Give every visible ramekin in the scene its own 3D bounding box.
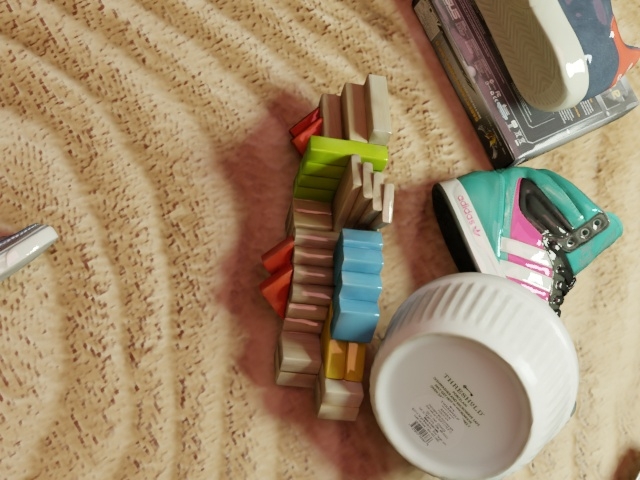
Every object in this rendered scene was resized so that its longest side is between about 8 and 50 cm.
[{"bbox_3d":[0.148,0.146,1.154,0.207,0.207,0.109,49,30,0],"label":"ramekin"}]

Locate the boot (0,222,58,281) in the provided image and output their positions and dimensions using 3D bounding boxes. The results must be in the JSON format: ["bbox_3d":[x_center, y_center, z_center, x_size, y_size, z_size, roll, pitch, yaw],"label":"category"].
[{"bbox_3d":[-0.362,0.015,1.141,0.190,0.069,0.086,-33,90,-16],"label":"boot"}]

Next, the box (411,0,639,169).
[{"bbox_3d":[0.239,-0.219,1.342,0.183,0.056,0.231,-25,84,-18],"label":"box"}]

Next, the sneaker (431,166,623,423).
[{"bbox_3d":[0.258,0.043,1.261,0.178,0.124,0.295,-21,82,-7],"label":"sneaker"}]

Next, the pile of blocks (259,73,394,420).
[{"bbox_3d":[0.000,0.000,1.190,0.113,0.149,0.362,6,77,-12],"label":"pile of blocks"}]

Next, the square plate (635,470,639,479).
[{"bbox_3d":[0.418,0.450,1.244,0.347,0.049,0.344,37,72,-4],"label":"square plate"}]

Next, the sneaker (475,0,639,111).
[{"bbox_3d":[0.244,-0.319,1.280,0.148,0.131,0.350,-20,88,-24],"label":"sneaker"}]
